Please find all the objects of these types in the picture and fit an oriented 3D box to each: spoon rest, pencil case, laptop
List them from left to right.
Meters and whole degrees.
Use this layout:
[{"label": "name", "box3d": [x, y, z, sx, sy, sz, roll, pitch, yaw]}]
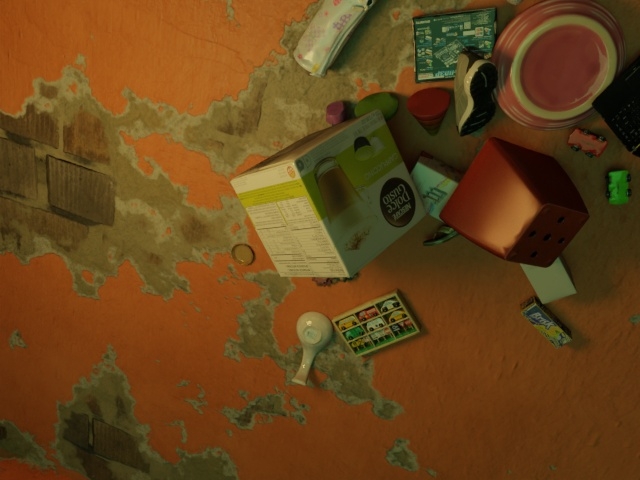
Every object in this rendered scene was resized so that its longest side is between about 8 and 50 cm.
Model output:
[{"label": "spoon rest", "box3d": [-0.040, 0.386, 2.004, 0.137, 0.084, 0.276, 18, 104, 8]}, {"label": "pencil case", "box3d": [0.039, -0.587, 1.513, 0.124, 0.113, 0.273, 51, 121, 17]}, {"label": "laptop", "box3d": [0.846, -0.318, 1.316, 0.234, 0.136, 0.264, -44, 101, 0]}]

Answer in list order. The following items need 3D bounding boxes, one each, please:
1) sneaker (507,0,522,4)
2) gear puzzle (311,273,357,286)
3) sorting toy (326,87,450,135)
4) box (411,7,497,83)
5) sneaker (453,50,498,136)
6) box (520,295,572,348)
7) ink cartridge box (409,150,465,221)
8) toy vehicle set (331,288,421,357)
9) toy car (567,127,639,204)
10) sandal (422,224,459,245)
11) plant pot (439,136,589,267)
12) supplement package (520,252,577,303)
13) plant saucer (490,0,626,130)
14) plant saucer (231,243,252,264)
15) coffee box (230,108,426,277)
[{"label": "sneaker", "box3d": [0.411, -0.763, 1.311, 0.366, 0.137, 0.210, 40, 117, -7]}, {"label": "gear puzzle", "box3d": [0.000, 0.000, 1.826, 0.176, 0.044, 0.338, -14, 108, 23]}, {"label": "sorting toy", "box3d": [0.198, -0.347, 1.598, 0.366, 0.127, 0.126, 0, 143, 21]}, {"label": "box", "box3d": [0.360, -0.522, 1.476, 0.220, 0.051, 0.175, 0, 113, 18]}, {"label": "sneaker", "box3d": [0.403, -0.388, 1.464, 0.100, 0.108, 0.271, -24, 147, -7]}, {"label": "box", "box3d": [0.702, 0.255, 1.712, 0.169, 0.054, 0.059, 44, 118, -4]}, {"label": "ink cartridge box", "box3d": [0.338, -0.154, 1.604, 0.176, 0.128, 0.127, 29, 118, 2]}, {"label": "toy vehicle set", "box3d": [0.192, 0.289, 1.899, 0.267, 0.035, 0.166, -28, 103, 26]}, {"label": "toy car", "box3d": [0.795, -0.208, 1.478, 0.239, 0.053, 0.225, -4, 112, 20]}, {"label": "sandal", "box3d": [0.395, -0.029, 1.679, 0.180, 0.072, 0.049, -25, 88, 24]}, {"label": "plant pot", "box3d": [0.529, -0.075, 1.453, 0.267, 0.235, 0.267, 10, 124, -30]}, {"label": "supplement package", "box3d": [0.656, 0.077, 1.601, 0.105, 0.105, 0.179, -25, 114, 26]}, {"label": "plant saucer", "box3d": [0.603, -0.438, 1.391, 0.332, 0.084, 0.332, 3, 114, 6]}, {"label": "plant saucer", "box3d": [-0.277, 0.047, 1.952, 0.083, 0.015, 0.083, 7, 115, 14]}, {"label": "coffee box", "box3d": [0.023, -0.117, 1.533, 0.338, 0.338, 0.334, -5, 116, 54]}]
